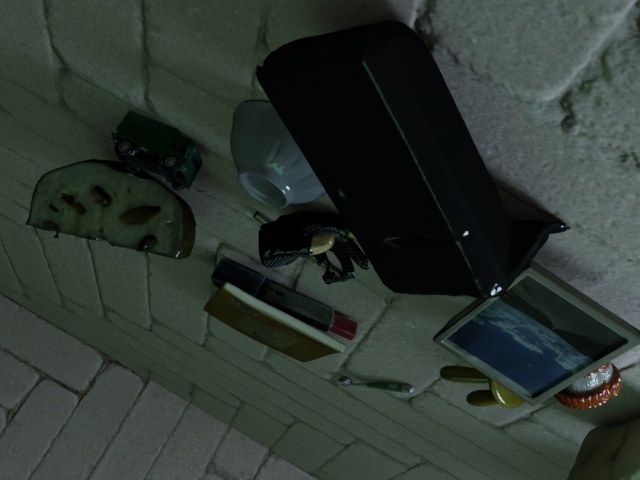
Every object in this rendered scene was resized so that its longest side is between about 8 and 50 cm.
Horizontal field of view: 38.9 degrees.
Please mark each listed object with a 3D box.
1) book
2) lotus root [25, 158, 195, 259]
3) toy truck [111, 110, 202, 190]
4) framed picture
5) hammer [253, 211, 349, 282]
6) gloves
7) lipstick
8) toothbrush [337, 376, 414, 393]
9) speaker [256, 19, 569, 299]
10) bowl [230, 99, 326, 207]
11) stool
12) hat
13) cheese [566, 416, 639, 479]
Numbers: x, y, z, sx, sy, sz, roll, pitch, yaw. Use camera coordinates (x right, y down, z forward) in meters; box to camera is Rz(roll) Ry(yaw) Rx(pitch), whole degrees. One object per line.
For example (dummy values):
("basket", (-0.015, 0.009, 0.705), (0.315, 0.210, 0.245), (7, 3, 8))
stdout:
("book", (-0.108, 0.179, 1.886), (0.269, 0.032, 0.389), (29, 165, -7))
("lotus root", (-0.332, -0.057, 1.601), (0.267, 0.149, 0.260), (13, -178, 6))
("toy truck", (-0.259, -0.139, 1.445), (0.147, 0.079, 0.065), (23, 155, 20))
("framed picture", (0.293, 0.133, 1.255), (0.189, 0.023, 0.260), (33, 143, -5))
("hammer", (-0.036, 0.013, 1.568), (0.199, 0.013, 0.062), (36, 156, -13))
("gloves", (0.000, -0.001, 1.420), (0.180, 0.106, 0.129), (-8, 146, 13))
("lipstick", (-0.066, 0.121, 1.779), (0.312, 0.051, 0.051), (22, 157, 14))
("toothbrush", (0.119, 0.319, 1.997), (0.024, 0.018, 0.257), (49, 152, -23))
("speaker", (0.119, -0.096, 1.037), (0.180, 0.184, 0.388), (1, 133, 47))
("bowl", (-0.061, -0.102, 1.274), (0.189, 0.086, 0.189), (25, 157, 11))
("stool", (0.276, 0.209, 1.470), (0.135, 0.134, 0.110), (-9, -175, -36))
("hat", (0.373, 0.166, 1.325), (0.112, 0.094, 0.162), (2, 127, 31))
("cheese", (0.551, 0.389, 1.436), (0.247, 0.174, 0.251), (28, 152, 8))
